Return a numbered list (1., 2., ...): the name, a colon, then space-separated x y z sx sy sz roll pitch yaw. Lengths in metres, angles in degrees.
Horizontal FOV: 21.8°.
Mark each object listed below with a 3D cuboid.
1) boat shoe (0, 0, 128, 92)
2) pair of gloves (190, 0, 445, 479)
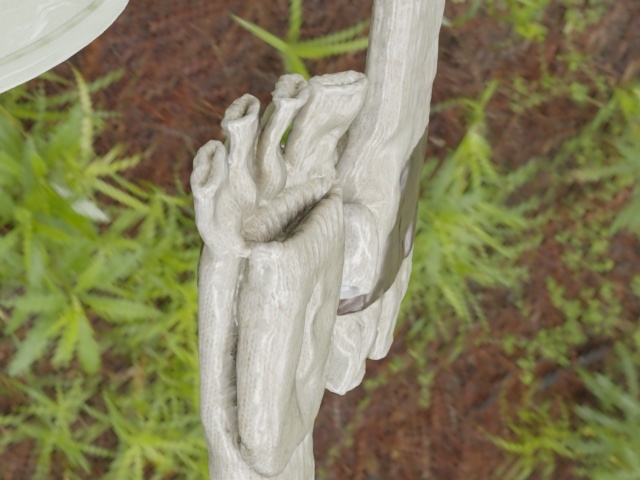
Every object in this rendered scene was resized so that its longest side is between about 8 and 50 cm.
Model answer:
1. boat shoe: -0.217 -0.066 0.540 0.340 0.113 0.127 -30 97 -38
2. pair of gloves: 0.000 0.000 0.621 0.042 0.240 0.204 13 127 12
